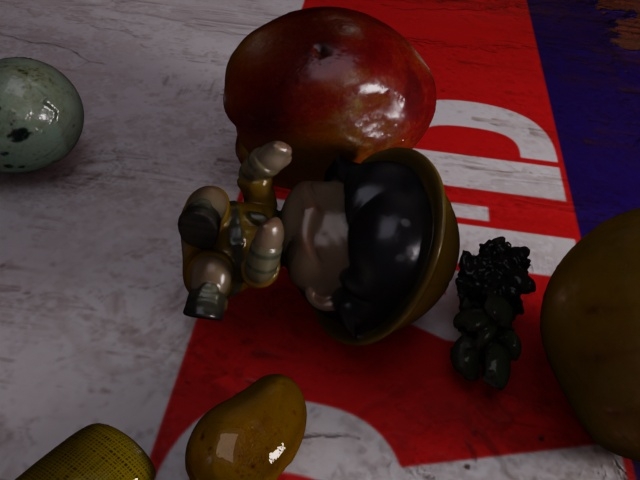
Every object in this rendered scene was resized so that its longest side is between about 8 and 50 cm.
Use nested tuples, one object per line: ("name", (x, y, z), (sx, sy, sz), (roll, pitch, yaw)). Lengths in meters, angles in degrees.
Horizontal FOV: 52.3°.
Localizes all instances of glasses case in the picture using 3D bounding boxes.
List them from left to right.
("glasses case", (-0.214, 0.220, 0.437), (0.079, 0.064, 0.234), (32, 49, 15))

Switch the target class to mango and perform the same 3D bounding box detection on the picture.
("mango", (-0.056, 0.154, 0.520), (0.080, 0.060, 0.114), (26, 44, 16))

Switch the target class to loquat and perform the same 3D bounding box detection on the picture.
("loquat", (0.293, 0.062, 0.517), (0.214, 0.246, 0.213), (6, 44, -5))

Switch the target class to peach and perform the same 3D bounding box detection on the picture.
("peach", (0.011, -0.157, 0.722), (0.244, 0.243, 0.199), (-11, 89, -16))

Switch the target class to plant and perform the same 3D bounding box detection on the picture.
("plant", (0.162, 0.064, 0.624), (0.085, 0.087, 0.174), (-13, 38, 34))

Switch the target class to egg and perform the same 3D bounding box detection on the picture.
("egg", (-0.354, -0.137, 0.740), (0.164, 0.131, 0.131), (-27, 52, -12))

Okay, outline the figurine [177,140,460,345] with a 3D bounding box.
("figurine", (0.000, 0.002, 0.604), (0.257, 0.167, 0.192), (2, 71, -6))
